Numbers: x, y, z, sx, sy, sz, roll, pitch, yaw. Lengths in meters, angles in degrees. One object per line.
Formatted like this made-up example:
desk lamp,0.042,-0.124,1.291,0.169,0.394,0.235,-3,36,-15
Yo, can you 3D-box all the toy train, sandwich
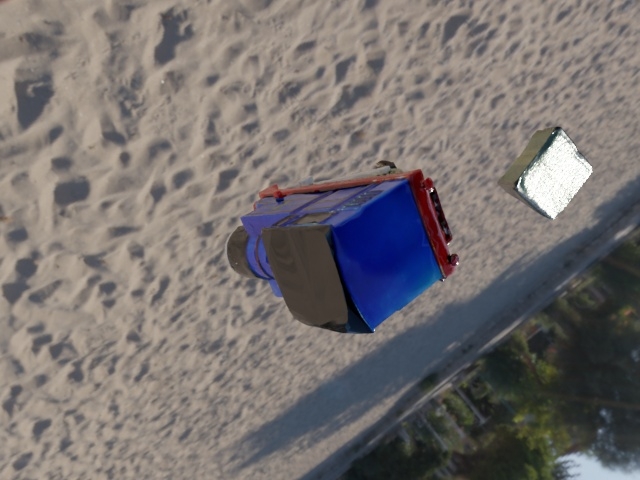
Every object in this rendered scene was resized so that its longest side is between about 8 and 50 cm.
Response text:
toy train,0.000,0.000,0.463,0.131,0.082,0.204,-33,-161,-32
sandwich,0.230,-0.062,0.582,0.074,0.074,0.116,-56,176,12

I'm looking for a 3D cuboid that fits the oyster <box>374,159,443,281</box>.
oyster,0.088,-0.021,0.592,0.029,0.132,0.086,-26,180,11
